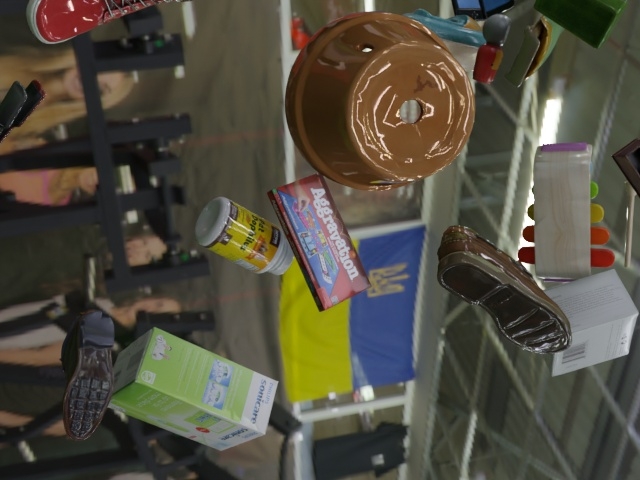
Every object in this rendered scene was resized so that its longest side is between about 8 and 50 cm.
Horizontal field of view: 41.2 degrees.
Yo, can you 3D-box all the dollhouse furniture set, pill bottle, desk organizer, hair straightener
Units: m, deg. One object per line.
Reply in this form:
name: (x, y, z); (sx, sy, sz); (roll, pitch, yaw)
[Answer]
dollhouse furniture set: (0.517, -0.434, 1.717); (0.151, 0.197, 0.301); (35, -30, 13)
pill bottle: (-0.163, -0.002, 1.886); (0.117, 0.215, 0.117); (-34, -139, 36)
desk organizer: (0.482, -0.083, 1.227); (0.130, 0.047, 0.050); (54, 3, -5)
hair straightener: (-0.586, -0.206, 1.511); (0.047, 0.230, 0.089); (60, 31, 6)

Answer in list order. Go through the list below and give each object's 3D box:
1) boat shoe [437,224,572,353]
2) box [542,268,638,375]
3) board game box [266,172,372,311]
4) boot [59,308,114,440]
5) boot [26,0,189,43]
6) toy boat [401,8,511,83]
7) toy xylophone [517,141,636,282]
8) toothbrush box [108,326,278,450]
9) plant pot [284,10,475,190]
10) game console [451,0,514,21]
boat shoe: (0.319, 0.079, 1.425); (0.111, 0.307, 0.104); (-30, -145, 34)
box: (0.556, 0.177, 1.804); (0.181, 0.182, 0.119); (73, -1, -53)
board game box: (0.000, 0.000, 1.854); (0.027, 0.145, 0.281); (-25, -91, 53)
boot: (-0.402, 0.224, 1.457); (0.106, 0.082, 0.219); (6, -95, 63)
boot: (-0.272, -0.343, 1.183); (0.176, 0.244, 0.088); (22, -38, 34)
toy boat: (0.329, -0.466, 1.964); (0.318, 0.267, 0.148); (44, -57, 58)
toy xylophone: (0.545, -0.044, 1.801); (0.081, 0.236, 0.323); (-41, 137, -61)
toothbrush box: (-0.262, 0.304, 1.701); (0.206, 0.283, 0.122); (-33, -143, 51)
plant pot: (0.105, -0.206, 1.312); (0.203, 0.291, 0.291); (-135, -143, -71)
game console: (0.385, -0.615, 2.067); (0.085, 0.124, 0.144); (144, -62, -65)
